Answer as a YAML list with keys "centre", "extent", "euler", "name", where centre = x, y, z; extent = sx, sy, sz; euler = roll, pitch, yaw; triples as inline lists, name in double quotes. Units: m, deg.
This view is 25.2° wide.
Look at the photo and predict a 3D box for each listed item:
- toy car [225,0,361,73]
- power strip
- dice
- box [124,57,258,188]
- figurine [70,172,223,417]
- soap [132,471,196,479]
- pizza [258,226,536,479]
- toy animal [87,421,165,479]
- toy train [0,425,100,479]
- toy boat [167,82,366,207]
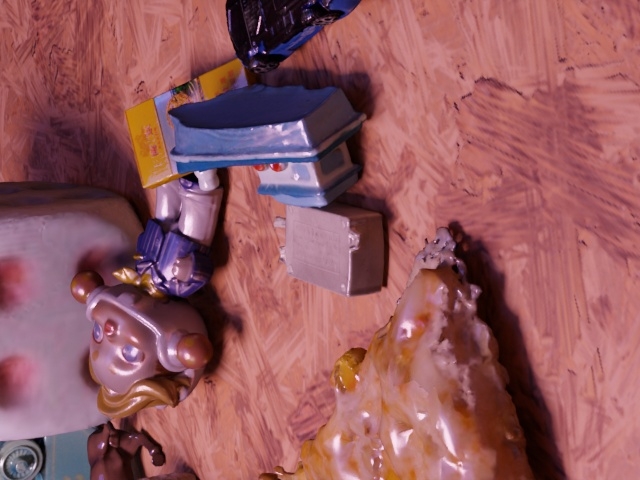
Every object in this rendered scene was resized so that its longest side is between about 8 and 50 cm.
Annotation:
- centre: [-0.024, -0.220, 1.282]
  extent: [0.216, 0.063, 0.103]
  euler: [-26, 75, 62]
  name: "toy car"
- centre: [0.000, 0.000, 1.314]
  extent: [0.175, 0.042, 0.075]
  euler: [19, 113, 55]
  name: "power strip"
- centre: [-0.361, 0.074, 1.678]
  extent: [0.264, 0.268, 0.263]
  euler: [15, 110, 56]
  name: "dice"
- centre: [-0.125, -0.117, 1.437]
  extent: [0.155, 0.023, 0.087]
  euler: [-21, 82, 29]
  name: "box"
- centre: [-0.178, 0.052, 1.534]
  extent: [0.193, 0.133, 0.274]
  euler: [0, 90, 36]
  name: "figurine"
- centre: [-0.221, 0.395, 1.636]
  extent: [0.080, 0.160, 0.258]
  euler: [48, 134, 45]
  name: "soap"
- centre: [0.079, 0.266, 1.193]
  extent: [0.392, 0.080, 0.435]
  euler: [63, 144, 36]
  name: "pizza"
- centre: [-0.245, 0.330, 1.739]
  extent: [0.186, 0.093, 0.214]
  euler: [-26, 68, 51]
  name: "toy animal"
- centre: [-0.359, 0.297, 1.822]
  extent: [0.112, 0.163, 0.203]
  euler: [28, 119, 53]
  name: "toy train"
- centre: [-0.058, -0.083, 1.322]
  extent: [0.237, 0.109, 0.098]
  euler: [4, 123, 45]
  name: "toy boat"
